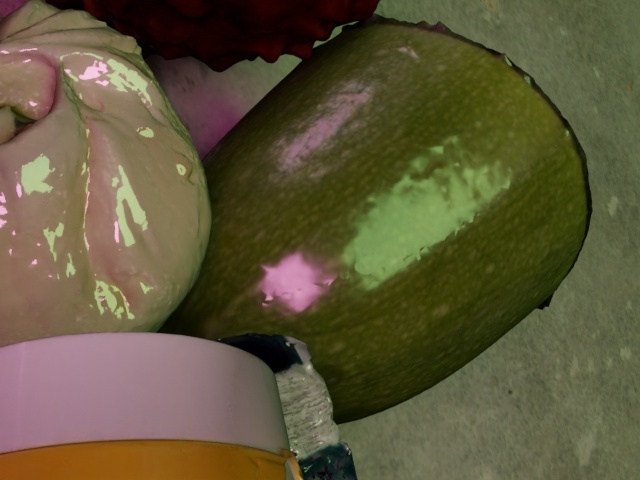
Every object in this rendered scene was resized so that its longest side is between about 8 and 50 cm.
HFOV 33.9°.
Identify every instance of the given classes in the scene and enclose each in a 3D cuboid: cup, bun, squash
[{"bbox_3d":[-0.071,0.173,0.417,0.241,0.185,0.226,54,26,-62],"label":"cup"},{"bbox_3d":[-0.202,-0.042,0.671,0.160,0.259,0.259,66,29,-59],"label":"bun"},{"bbox_3d":[0.016,0.021,0.826,0.310,0.310,0.309,57,47,-13],"label":"squash"}]

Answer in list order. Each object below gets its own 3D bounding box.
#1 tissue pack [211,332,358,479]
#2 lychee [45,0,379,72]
[{"bbox_3d":[-0.189,0.224,0.571,0.416,0.264,0.253,-14,86,-46],"label":"tissue pack"},{"bbox_3d":[-0.086,-0.337,0.763,0.500,0.424,0.425,-40,107,-77],"label":"lychee"}]
